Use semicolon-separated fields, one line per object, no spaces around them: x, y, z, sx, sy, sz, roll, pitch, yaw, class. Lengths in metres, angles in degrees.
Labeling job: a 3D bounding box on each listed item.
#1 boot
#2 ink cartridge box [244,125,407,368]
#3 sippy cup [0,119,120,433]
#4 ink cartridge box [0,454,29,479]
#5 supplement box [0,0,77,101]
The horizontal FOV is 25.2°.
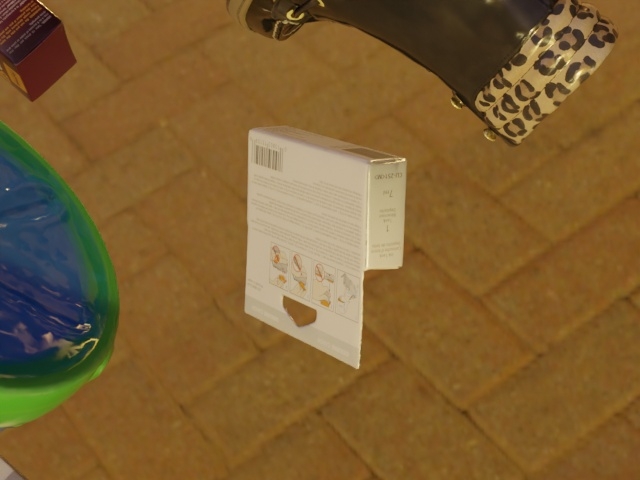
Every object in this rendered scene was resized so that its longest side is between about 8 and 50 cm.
0.078;-0.199;1.259;0.284;0.377;0.138;38;70;-4;boot
0.000;0.000;1.705;0.060;0.239;0.275;-7;15;-31;ink cartridge box
-0.267;0.055;0.789;0.224;0.305;0.240;-45;40;27;sippy cup
-0.414;0.238;1.133;0.272;0.130;0.309;40;71;11;ink cartridge box
-0.395;-0.270;1.741;0.188;0.104;0.081;40;74;14;supplement box
